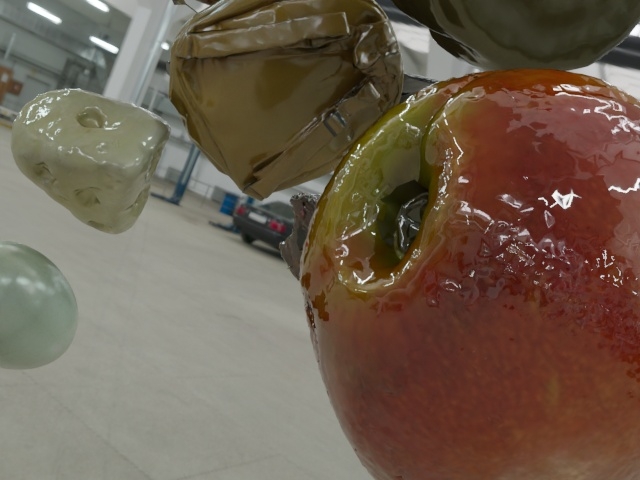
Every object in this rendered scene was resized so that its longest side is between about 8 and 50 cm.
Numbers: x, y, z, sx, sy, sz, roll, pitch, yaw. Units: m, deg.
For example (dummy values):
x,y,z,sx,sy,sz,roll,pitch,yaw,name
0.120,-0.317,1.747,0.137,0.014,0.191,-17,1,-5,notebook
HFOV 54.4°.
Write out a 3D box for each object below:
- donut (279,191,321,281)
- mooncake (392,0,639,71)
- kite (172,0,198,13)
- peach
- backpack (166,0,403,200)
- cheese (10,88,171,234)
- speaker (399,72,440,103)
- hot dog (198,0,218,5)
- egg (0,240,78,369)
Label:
x,y,z,sx,sy,sz,roll,pitch,yaw,name
-0.001,0.001,1.450,0.096,0.230,0.216,-15,35,-37,donut
0.241,-0.388,0.731,0.378,0.378,0.201,21,19,-32,mooncake
-0.247,-0.433,1.115,0.078,0.002,0.044,28,-29,19,kite
0.158,0.052,0.503,0.372,0.373,0.290,20,-18,-38,peach
-0.051,-0.255,1.036,0.378,0.354,0.201,-17,36,0,backpack
-0.405,-0.136,1.083,0.247,0.174,0.251,25,-35,0,cheese
0.086,-0.398,1.358,0.180,0.184,0.388,-2,50,-41,speaker
-0.194,-0.578,1.084,0.267,0.174,0.387,-5,-46,33,hot dog
-0.404,0.091,0.820,0.151,0.151,0.209,24,-32,28,egg
